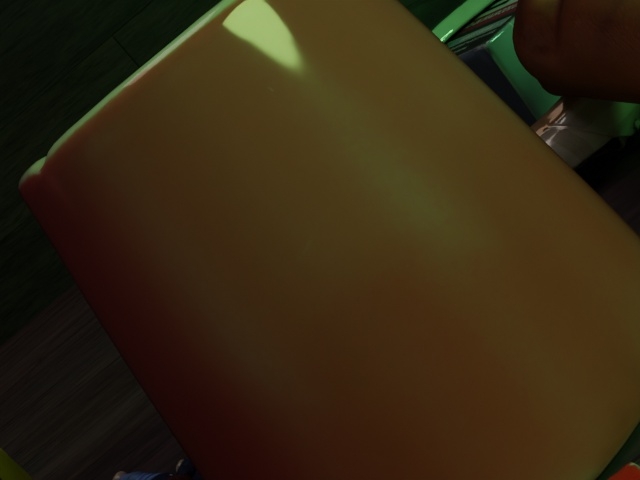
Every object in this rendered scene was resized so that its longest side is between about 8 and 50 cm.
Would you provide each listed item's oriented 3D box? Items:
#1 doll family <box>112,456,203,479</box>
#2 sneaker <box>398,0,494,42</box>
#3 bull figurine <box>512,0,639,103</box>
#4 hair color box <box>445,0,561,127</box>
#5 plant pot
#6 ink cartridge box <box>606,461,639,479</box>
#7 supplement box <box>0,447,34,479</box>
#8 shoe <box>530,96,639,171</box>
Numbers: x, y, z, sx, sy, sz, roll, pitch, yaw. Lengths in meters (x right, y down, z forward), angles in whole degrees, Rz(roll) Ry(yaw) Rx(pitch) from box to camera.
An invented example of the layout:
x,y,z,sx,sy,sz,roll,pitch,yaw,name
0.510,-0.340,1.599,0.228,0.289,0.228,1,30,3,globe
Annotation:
x,y,z,sx,sy,sz,roll,pitch,yaw,name
-0.076,0.141,0.550,0.111,0.076,0.193,-16,32,49,doll family
0.058,-0.232,0.724,0.296,0.147,0.104,-41,15,6,sneaker
0.198,-0.136,0.402,0.101,0.188,0.310,0,15,-21,bull figurine
0.263,-0.236,0.734,0.374,0.113,0.185,-42,14,-12,hair color box
0.000,0.000,0.421,0.275,0.243,0.275,-38,13,11,plant pot
0.027,0.175,0.192,0.275,0.060,0.239,-40,15,-1,ink cartridge box
-0.248,0.268,0.472,0.191,0.129,0.194,-36,14,18,supplement box
0.178,-0.067,0.570,0.219,0.058,0.076,-35,-17,2,shoe
